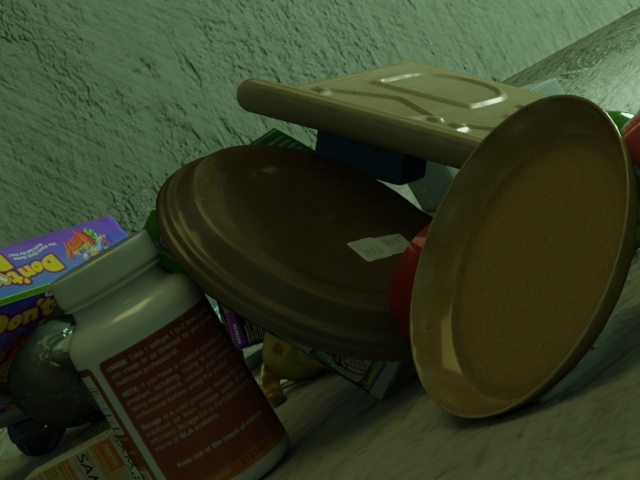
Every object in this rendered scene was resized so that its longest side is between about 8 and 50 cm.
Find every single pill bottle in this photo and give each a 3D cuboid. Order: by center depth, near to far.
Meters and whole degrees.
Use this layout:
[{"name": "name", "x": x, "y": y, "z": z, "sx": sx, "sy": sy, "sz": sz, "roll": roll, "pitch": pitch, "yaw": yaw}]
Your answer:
[{"name": "pill bottle", "x": -0.126, "y": 0.105, "z": 1.539, "sx": 0.121, "sy": 0.216, "sz": 0.121, "roll": -29, "pitch": 6, "yaw": 3}]

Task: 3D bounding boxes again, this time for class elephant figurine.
[{"name": "elephant figurine", "x": -0.234, "y": 0.150, "z": 2.108, "sx": 0.239, "sy": 0.169, "sz": 0.186, "roll": 12, "pitch": 69, "yaw": 58}]

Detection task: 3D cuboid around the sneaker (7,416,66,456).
[{"name": "sneaker", "x": -0.359, "y": 0.227, "z": 2.400, "sx": 0.083, "sy": 0.087, "sz": 0.221, "roll": 1, "pitch": 16, "yaw": -10}]

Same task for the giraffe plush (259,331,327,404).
[{"name": "giraffe plush", "x": -0.014, "y": 0.036, "z": 1.810, "sx": 0.210, "sy": 0.170, "sz": 0.181, "roll": -28, "pitch": 6, "yaw": 20}]

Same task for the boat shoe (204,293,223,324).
[{"name": "boat shoe", "x": -0.127, "y": 0.077, "z": 2.307, "sx": 0.116, "sy": 0.099, "sz": 0.319, "roll": -37, "pitch": -6, "yaw": 14}]

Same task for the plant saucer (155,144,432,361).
[{"name": "plant saucer", "x": 0.000, "y": 0.000, "z": 1.574, "sx": 0.278, "sy": 0.278, "sz": 0.041, "roll": -40, "pitch": -22, "yaw": -60}]

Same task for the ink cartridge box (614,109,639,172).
[{"name": "ink cartridge box", "x": 0.321, "y": -0.116, "z": 1.346, "sx": 0.218, "sy": 0.092, "sz": 0.158, "roll": -44, "pitch": -2, "yaw": 14}]

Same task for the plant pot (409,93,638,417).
[{"name": "plant pot", "x": 0.144, "y": 0.014, "z": 1.318, "sx": 0.236, "sy": 0.032, "sz": 0.236, "roll": -41, "pitch": 38, "yaw": 43}]

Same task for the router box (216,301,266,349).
[{"name": "router box", "x": -0.042, "y": 0.074, "z": 2.096, "sx": 0.133, "sy": 0.046, "sz": 0.179, "roll": -15, "pitch": 4, "yaw": -5}]

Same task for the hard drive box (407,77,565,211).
[{"name": "hard drive box", "x": 0.212, "y": -0.119, "z": 2.430, "sx": 0.181, "sy": 0.089, "sz": 0.232, "roll": -31, "pitch": 5, "yaw": -9}]

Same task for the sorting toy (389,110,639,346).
[{"name": "sorting toy", "x": 0.233, "y": -0.012, "z": 1.478, "sx": 0.366, "sy": 0.127, "sz": 0.126, "roll": -33, "pitch": 30, "yaw": -14}]

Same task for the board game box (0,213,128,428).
[{"name": "board game box", "x": -0.389, "y": 0.121, "z": 2.228, "sx": 0.347, "sy": 0.078, "sz": 0.233, "roll": -19, "pitch": -39, "yaw": -35}]

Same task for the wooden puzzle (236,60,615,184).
[{"name": "wooden puzzle", "x": 0.140, "y": -0.088, "z": 1.732, "sx": 0.322, "sy": 0.080, "sz": 0.348, "roll": 18, "pitch": 16, "yaw": 30}]

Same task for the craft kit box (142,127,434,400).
[{"name": "craft kit box", "x": 0.003, "y": 0.013, "z": 1.652, "sx": 0.061, "sy": 0.247, "sz": 0.250, "roll": -63, "pitch": -11, "yaw": 29}]

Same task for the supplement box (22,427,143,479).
[{"name": "supplement box", "x": -0.217, "y": 0.222, "z": 1.755, "sx": 0.098, "sy": 0.062, "sz": 0.036, "roll": -30, "pitch": 5, "yaw": 12}]

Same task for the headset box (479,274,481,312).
[{"name": "headset box", "x": 0.147, "y": 0.055, "z": 1.364, "sx": 0.062, "sy": 0.032, "sz": 0.083, "roll": -26, "pitch": 47, "yaw": 37}]
